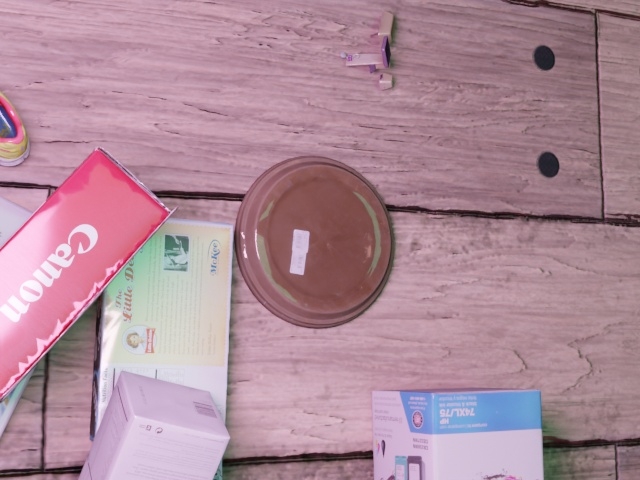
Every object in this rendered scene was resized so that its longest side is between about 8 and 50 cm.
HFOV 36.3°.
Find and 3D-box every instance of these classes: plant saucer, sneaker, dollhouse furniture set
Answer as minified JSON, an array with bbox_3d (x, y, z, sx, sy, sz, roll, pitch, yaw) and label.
[{"bbox_3d":[0.000,0.000,1.546,0.278,0.041,0.277,3,83,-24],"label":"plant saucer"},{"bbox_3d":[-0.472,-0.196,1.330,0.208,0.094,0.081,44,70,-12],"label":"sneaker"},{"bbox_3d":[0.082,-0.323,1.642,0.081,0.091,0.114,1,53,15],"label":"dollhouse furniture set"}]

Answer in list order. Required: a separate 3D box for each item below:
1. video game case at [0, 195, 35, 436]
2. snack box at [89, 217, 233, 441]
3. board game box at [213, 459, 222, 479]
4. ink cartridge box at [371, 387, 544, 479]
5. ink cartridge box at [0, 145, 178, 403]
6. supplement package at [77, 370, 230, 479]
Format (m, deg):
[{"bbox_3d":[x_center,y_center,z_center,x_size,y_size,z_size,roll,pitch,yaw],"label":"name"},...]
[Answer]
[{"bbox_3d":[-0.508,0.083,1.309,0.300,0.036,0.329,29,72,-19],"label":"video game case"},{"bbox_3d":[-0.228,0.128,1.414,0.187,0.060,0.321,5,81,-22],"label":"snack box"},{"bbox_3d":[-0.188,0.362,1.424,0.090,0.020,0.090,2,82,-24],"label":"board game box"},{"bbox_3d":[0.210,0.365,1.505,0.197,0.198,0.270,2,82,-25],"label":"ink cartridge box"},{"bbox_3d":[-0.338,0.043,1.209,0.130,0.272,0.309,42,72,-10],"label":"ink cartridge box"},{"bbox_3d":[-0.236,0.321,1.296,0.134,0.139,0.244,18,102,-23],"label":"supplement package"}]
